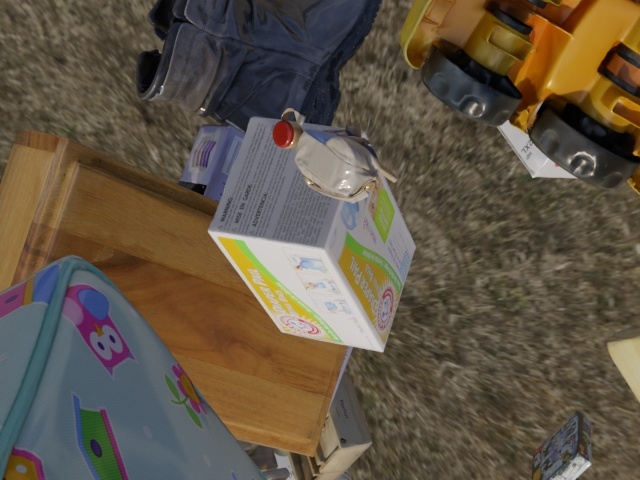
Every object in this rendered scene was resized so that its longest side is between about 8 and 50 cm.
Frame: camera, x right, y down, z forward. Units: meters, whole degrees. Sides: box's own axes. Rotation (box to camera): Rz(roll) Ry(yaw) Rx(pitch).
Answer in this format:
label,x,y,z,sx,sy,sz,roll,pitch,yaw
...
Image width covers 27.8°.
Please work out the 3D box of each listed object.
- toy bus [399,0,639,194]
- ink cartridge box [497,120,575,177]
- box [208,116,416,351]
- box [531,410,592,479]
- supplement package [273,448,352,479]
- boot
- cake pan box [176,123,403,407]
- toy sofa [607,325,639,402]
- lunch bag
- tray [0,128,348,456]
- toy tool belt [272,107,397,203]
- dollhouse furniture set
label,x,y,z,sx,sy,sz,roll,pitch,yaw
toy bus,0.156,-0.159,0.880,0.220,0.211,0.149,24,112,-21
ink cartridge box,0.433,-0.206,1.857,0.223,0.307,0.129,-54,53,34
box,0.000,0.000,1.101,0.103,0.203,0.114,9,66,22
box,0.329,0.298,1.768,0.027,0.137,0.094,40,109,-2
supplement package,-0.101,0.277,1.871,0.199,0.198,0.263,-26,65,6
boot,-0.062,-0.262,1.458,0.222,0.118,0.338,30,58,-22
cake pan box,-0.061,0.034,1.381,0.267,0.070,0.246,24,81,-34
toy sofa,0.366,0.015,0.822,0.362,0.177,0.150,-41,103,-34
lunch bag,-0.065,0.156,0.493,0.108,0.224,0.279,-28,114,9
tray,-0.123,0.063,1.168,0.076,0.411,0.203,13,83,42
toy tool belt,0.010,-0.059,0.890,0.083,0.051,0.052,35,116,38
dollhouse furniture set,-0.085,0.255,1.580,0.242,0.161,0.212,-6,62,-25
